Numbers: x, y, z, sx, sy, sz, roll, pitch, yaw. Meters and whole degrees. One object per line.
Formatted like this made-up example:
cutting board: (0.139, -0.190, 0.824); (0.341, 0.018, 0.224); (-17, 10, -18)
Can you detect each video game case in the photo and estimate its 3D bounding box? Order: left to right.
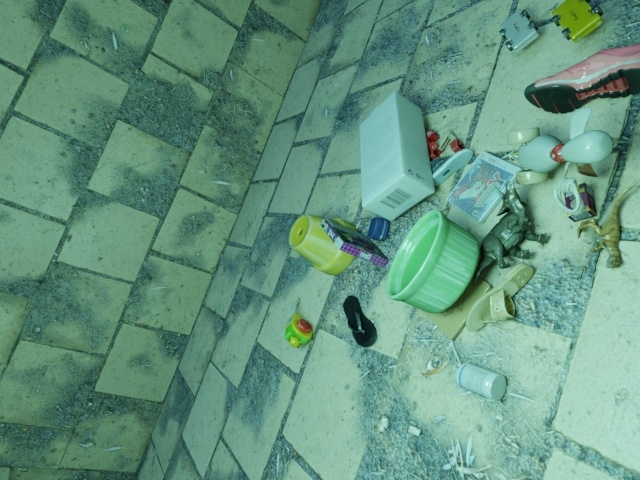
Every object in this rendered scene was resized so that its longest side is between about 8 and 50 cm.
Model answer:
video game case: (0.132, 0.007, 1.592); (0.042, 0.232, 0.210); (-59, 32, 16)
video game case: (0.528, -0.179, 1.320); (0.201, 0.023, 0.183); (-57, 32, 15)

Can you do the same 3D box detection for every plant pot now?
plant pot: (0.000, 0.000, 1.790); (0.254, 0.239, 0.254); (-36, 41, 40)

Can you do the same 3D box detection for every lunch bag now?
lunch bag: (0.237, -0.048, 1.632); (0.067, 0.065, 0.098); (165, 123, -71)

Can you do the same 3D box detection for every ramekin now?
ramekin: (0.338, 0.072, 1.225); (0.303, 0.148, 0.303); (-62, 5, 8)

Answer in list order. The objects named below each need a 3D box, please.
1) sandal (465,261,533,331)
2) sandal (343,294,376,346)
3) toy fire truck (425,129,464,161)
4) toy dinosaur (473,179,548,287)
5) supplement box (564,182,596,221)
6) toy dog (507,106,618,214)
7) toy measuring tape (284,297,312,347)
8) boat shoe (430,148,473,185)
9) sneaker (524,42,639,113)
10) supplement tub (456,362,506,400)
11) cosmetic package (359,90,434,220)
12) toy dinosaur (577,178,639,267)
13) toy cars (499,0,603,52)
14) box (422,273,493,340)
sandal: (0.490, 0.170, 1.079); (0.240, 0.088, 0.079); (-53, 27, 12)
sandal: (0.134, 0.310, 1.551); (0.097, 0.054, 0.254); (-56, 33, 16)
toy fire truck: (0.459, -0.368, 1.530); (0.135, 0.047, 0.192); (-39, 39, 36)
toy dinosaur: (0.526, -0.003, 1.148); (0.160, 0.121, 0.313); (-112, 41, -71)
supplement box: (0.666, -0.097, 1.037); (0.055, 0.043, 0.083); (-25, 48, 48)
toy dog: (0.629, -0.225, 1.031); (0.161, 0.220, 0.333); (-15, 29, -3)
toy measuring tape: (-0.089, 0.380, 1.833); (0.121, 0.121, 0.330); (-53, 11, 20)
boat shoe: (0.457, -0.283, 1.456); (0.183, 0.065, 0.083); (-41, 40, 36)
sneaker: (0.743, -0.453, 1.127); (0.314, 0.116, 0.136); (4, 63, 50)
supplement tub: (0.421, 0.370, 1.064); (0.107, 0.071, 0.071); (5, 74, 58)
cosmetic package: (0.284, -0.333, 1.579); (0.230, 0.161, 0.453); (-37, 41, 45)
toy dinosaur: (0.686, -0.036, 0.967); (0.112, 0.064, 0.211); (4, 82, 39)
toy cars: (0.734, -0.678, 1.297); (0.176, 0.087, 0.394); (-59, 28, 2)
box: (0.414, 0.181, 1.250); (0.201, 0.021, 0.164); (-59, 32, 12)
